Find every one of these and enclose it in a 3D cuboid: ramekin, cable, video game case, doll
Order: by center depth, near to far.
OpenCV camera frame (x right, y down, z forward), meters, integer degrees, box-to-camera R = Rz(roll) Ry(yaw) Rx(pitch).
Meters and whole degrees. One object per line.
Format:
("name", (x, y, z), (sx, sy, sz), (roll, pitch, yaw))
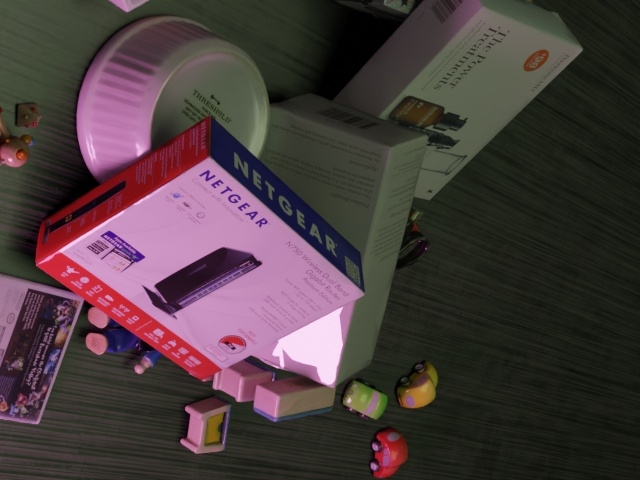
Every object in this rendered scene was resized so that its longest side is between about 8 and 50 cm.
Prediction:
("video game case", (-0.419, 0.145, 1.629), (0.173, 0.022, 0.190), (21, 89, -47))
("ramekin", (-0.189, -0.168, 1.669), (0.273, 0.127, 0.273), (-19, 118, -40))
("doll", (-0.258, 0.132, 1.771), (0.189, 0.046, 0.129), (1, 95, -52))
("cable", (0.084, 0.039, 2.096), (0.287, 0.072, 0.139), (-48, 133, -8))

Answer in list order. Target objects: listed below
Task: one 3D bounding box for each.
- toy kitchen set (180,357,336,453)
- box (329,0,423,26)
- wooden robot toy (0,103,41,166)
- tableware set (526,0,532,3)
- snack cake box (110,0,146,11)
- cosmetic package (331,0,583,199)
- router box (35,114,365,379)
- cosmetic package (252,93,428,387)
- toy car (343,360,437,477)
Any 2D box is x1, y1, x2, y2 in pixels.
("toy kitchen set", (-0.099, 0.271, 1.869), (0.122, 0.207, 0.166), (-4, 108, -44))
("box", (0.137, -0.409, 1.886), (0.247, 0.163, 0.142), (6, 99, -47))
("wooden robot toy", (-0.400, -0.117, 1.507), (0.173, 0.079, 0.076), (-38, 129, -31))
("tableware set", (0.395, -0.494, 2.213), (0.194, 0.039, 0.128), (-45, 132, -24))
("snack cake box", (-0.183, -0.429, 1.559), (0.264, 0.089, 0.152), (-33, 132, -18))
("cosmetic package", (0.190, -0.232, 1.918), (0.284, 0.097, 0.377), (6, 136, -48))
("router box", (-0.157, 0.023, 1.639), (0.335, 0.301, 0.082), (41, 31, -37))
("cosmetic package", (0.000, 0.000, 1.815), (0.156, 0.217, 0.385), (-26, 134, -61))
("toy car", (0.124, 0.316, 2.230), (0.225, 0.053, 0.239), (32, 81, -47))
